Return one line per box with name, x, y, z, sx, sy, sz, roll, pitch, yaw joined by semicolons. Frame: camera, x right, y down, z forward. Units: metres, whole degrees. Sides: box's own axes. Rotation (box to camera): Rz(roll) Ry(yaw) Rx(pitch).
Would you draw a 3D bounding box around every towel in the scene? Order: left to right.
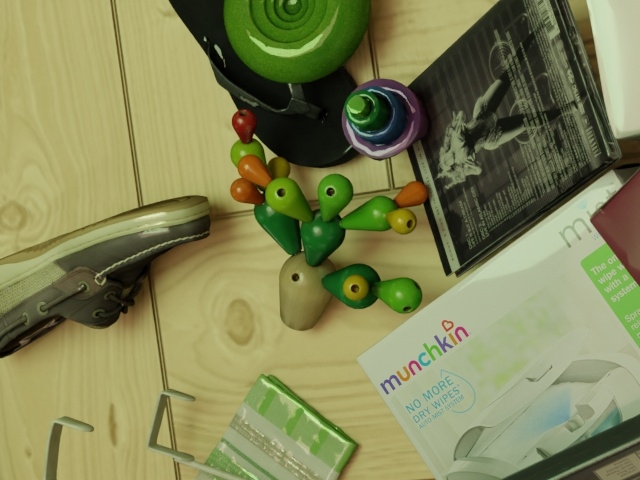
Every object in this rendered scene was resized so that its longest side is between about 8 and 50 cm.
towel;-0.045;0.209;1.465;0.113;0.023;0.152;36;105;17

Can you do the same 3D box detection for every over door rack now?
over door rack;-0.053;0.249;1.331;0.324;0.239;0.108;29;98;13

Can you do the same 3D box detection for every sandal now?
sandal;-0.059;-0.158;1.427;0.097;0.054;0.254;-47;74;20

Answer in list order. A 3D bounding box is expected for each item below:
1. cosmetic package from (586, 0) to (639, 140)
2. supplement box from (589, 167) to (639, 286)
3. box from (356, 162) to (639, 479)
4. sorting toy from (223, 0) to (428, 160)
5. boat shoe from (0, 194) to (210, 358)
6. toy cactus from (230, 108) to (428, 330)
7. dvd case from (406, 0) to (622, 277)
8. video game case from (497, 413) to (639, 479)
cosmetic package;0.299;-0.163;1.195;0.183;0.151;0.151;-12;89;21
supplement box;0.289;-0.017;1.147;0.104;0.188;0.081;-49;60;29
box;0.206;0.105;1.281;0.262;0.127;0.231;-37;79;24
sorting toy;-0.049;-0.216;1.329;0.127;0.126;0.365;-39;76;10
boat shoe;-0.206;0.035;1.489;0.285;0.103;0.092;-20;90;29
toy cactus;0.000;0.000;1.378;0.219;0.112;0.180;34;140;16
dvd case;0.138;-0.088;1.283;0.221;0.018;0.164;-41;59;51
video game case;0.215;0.239;1.215;0.196;0.274;0.026;-28;43;16
